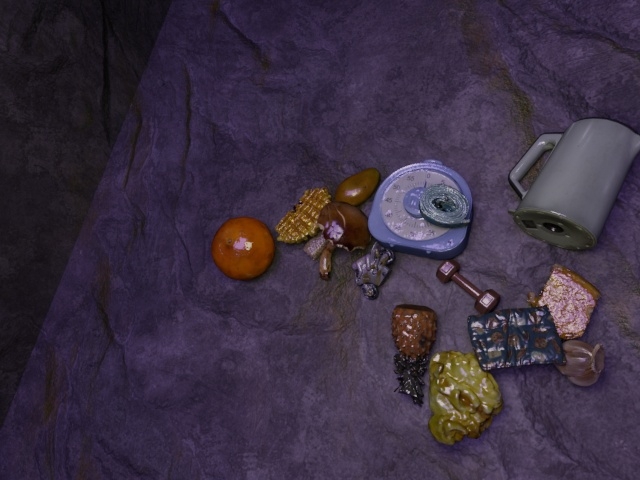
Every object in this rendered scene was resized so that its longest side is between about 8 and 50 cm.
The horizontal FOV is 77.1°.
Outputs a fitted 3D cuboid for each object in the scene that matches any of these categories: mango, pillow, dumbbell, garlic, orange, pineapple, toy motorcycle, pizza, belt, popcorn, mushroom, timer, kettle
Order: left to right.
[{"bbox_3d":[-0.338,0.034,1.756,0.284,0.226,0.283,-5,77,20],"label":"orange"},{"bbox_3d":[0.046,-0.016,1.598,0.302,0.208,0.233,-36,57,18],"label":"mushroom"},{"bbox_3d":[0.161,-0.224,1.703,0.227,0.099,0.136,-38,54,-2],"label":"mango"},{"bbox_3d":[0.193,0.109,1.558,0.152,0.073,0.225,32,113,27],"label":"toy motorcycle"},{"bbox_3d":[0.318,0.399,1.397,0.169,0.169,0.340,2,86,24],"label":"pineapple"},{"bbox_3d":[0.387,-0.133,1.526,0.395,0.173,0.394,-8,69,22],"label":"timer"},{"bbox_3d":[0.422,-0.120,1.377,0.163,0.082,0.147,-1,80,8],"label":"belt"},{"bbox_3d":[0.458,0.498,1.276,0.225,0.174,0.285,-1,70,18],"label":"popcorn"},{"bbox_3d":[0.518,0.160,1.416,0.092,0.082,0.231,-48,61,3],"label":"dumbbell"},{"bbox_3d":[0.602,0.302,1.251,0.256,0.034,0.188,-11,55,13],"label":"pillow"},{"bbox_3d":[0.754,0.233,1.293,0.189,0.071,0.297,33,88,29],"label":"pizza"},{"bbox_3d":[0.812,-0.199,1.354,0.376,0.250,0.361,-58,32,-6],"label":"kettle"},{"bbox_3d":[0.764,0.370,1.229,0.194,0.127,0.131,-13,45,47],"label":"garlic"}]

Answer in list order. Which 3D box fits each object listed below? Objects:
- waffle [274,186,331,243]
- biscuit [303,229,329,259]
[{"bbox_3d":[-0.066,-0.107,1.744,0.310,0.065,0.283,-16,49,31],"label":"waffle"},{"bbox_3d":[0.000,0.000,1.708,0.168,0.070,0.082,-47,70,0],"label":"biscuit"}]
